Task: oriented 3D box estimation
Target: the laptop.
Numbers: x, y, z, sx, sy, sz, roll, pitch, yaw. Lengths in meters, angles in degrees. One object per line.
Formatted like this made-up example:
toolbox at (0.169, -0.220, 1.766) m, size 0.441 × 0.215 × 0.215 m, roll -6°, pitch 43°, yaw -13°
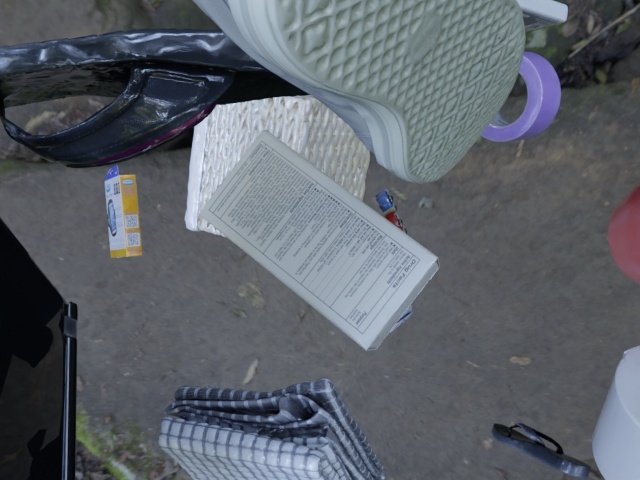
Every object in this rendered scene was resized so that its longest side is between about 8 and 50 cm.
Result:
laptop at (-0.348, 0.184, 0.597) m, size 0.408 × 0.236 × 0.382 m, roll -49°, pitch 35°, yaw 21°

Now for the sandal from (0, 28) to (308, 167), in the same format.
sandal at (-0.157, -0.132, 0.658) m, size 0.445 × 0.167 × 0.107 m, roll -7°, pitch 92°, yaw -14°

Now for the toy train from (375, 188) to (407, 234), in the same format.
toy train at (0.121, -0.025, 1.120) m, size 0.027 × 0.036 × 0.158 m, roll -33°, pitch 50°, yaw 20°

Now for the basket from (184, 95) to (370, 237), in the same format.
basket at (-0.075, -0.170, 1.449) m, size 0.266 × 0.328 × 0.332 m, roll 15°, pitch 105°, yaw 29°

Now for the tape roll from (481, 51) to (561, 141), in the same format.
tape roll at (0.406, -0.307, 1.456) m, size 0.080 × 0.189 × 0.189 m, roll -11°, pitch 75°, yaw -43°

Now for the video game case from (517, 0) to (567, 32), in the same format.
video game case at (0.139, -0.251, 0.752) m, size 0.190 × 0.173 × 0.022 m, roll 4°, pitch 92°, yaw -29°

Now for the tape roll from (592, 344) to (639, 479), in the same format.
tape roll at (0.582, 0.306, 1.101) m, size 0.245 × 0.169 × 0.246 m, roll -1°, pitch 37°, yaw 1°

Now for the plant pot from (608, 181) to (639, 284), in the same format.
plant pot at (0.619, -0.019, 1.131) m, size 0.274 × 0.243 × 0.275 m, roll 0°, pitch 84°, yaw 0°

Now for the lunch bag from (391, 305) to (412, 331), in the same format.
lunch bag at (0.185, 0.173, 1.651) m, size 0.053 × 0.083 × 0.071 m, roll 20°, pitch 35°, yaw 41°

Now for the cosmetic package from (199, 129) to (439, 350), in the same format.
cosmetic package at (0.000, 0.000, 0.976) m, size 0.309 × 0.113 × 0.160 m, roll 39°, pitch 90°, yaw 14°

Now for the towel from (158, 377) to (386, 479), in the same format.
towel at (-0.054, 0.289, 0.906) m, size 0.234 × 0.284 × 0.121 m, roll -1°, pitch 48°, yaw 25°

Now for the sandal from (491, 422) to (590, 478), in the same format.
sandal at (0.458, 0.422, 1.414) m, size 0.097 × 0.254 × 0.055 m, roll 18°, pitch 85°, yaw -25°

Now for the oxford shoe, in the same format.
oxford shoe at (0.048, -0.154, 0.518) m, size 0.130 × 0.449 × 0.169 m, roll 38°, pitch 101°, yaw 25°

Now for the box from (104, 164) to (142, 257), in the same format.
box at (-0.297, -0.043, 1.027) m, size 0.028 × 0.081 × 0.136 m, roll -3°, pitch 89°, yaw -33°
